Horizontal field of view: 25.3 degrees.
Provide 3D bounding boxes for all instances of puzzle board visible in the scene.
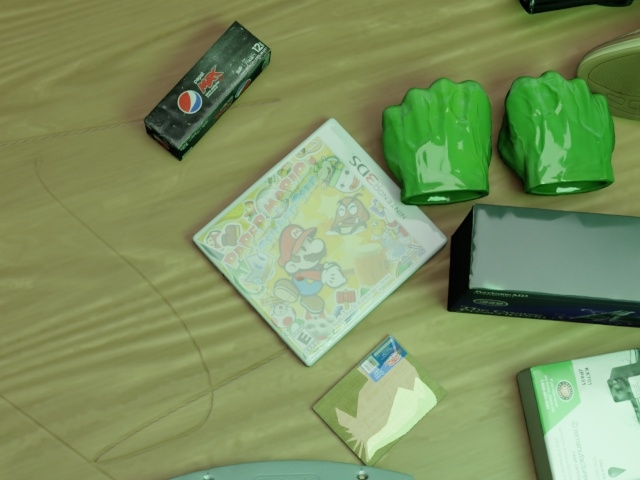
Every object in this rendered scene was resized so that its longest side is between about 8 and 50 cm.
[{"bbox_3d":[0.069,0.186,1.652,0.128,0.011,0.096,-42,81,-11],"label":"puzzle board"}]

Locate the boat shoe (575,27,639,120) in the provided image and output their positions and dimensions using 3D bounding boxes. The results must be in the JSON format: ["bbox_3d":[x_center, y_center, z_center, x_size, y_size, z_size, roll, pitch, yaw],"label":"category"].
[{"bbox_3d":[0.474,-0.231,1.726,0.341,0.122,0.110,-8,43,3],"label":"boat shoe"}]

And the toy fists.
[{"bbox_3d":[0.210,-0.122,1.686,0.279,0.096,0.142,-4,79,-4],"label":"toy fists"}]

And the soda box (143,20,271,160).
[{"bbox_3d":[-0.135,-0.179,1.703,0.060,0.053,0.169,40,78,7],"label":"soda box"}]

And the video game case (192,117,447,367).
[{"bbox_3d":[0.000,0.000,1.683,0.227,0.026,0.206,-42,82,-10],"label":"video game case"}]

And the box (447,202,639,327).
[{"bbox_3d":[0.285,0.033,1.609,0.261,0.184,0.103,5,76,-1],"label":"box"}]

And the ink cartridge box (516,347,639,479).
[{"bbox_3d":[0.345,0.203,1.623,0.208,0.087,0.153,-10,78,-6],"label":"ink cartridge box"}]

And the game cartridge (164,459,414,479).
[{"bbox_3d":[-0.034,0.324,1.541,0.294,0.060,0.196,0,43,-6],"label":"game cartridge"}]

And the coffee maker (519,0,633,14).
[{"bbox_3d":[0.325,-0.339,1.704,0.178,0.171,0.120,-8,94,-3],"label":"coffee maker"}]
